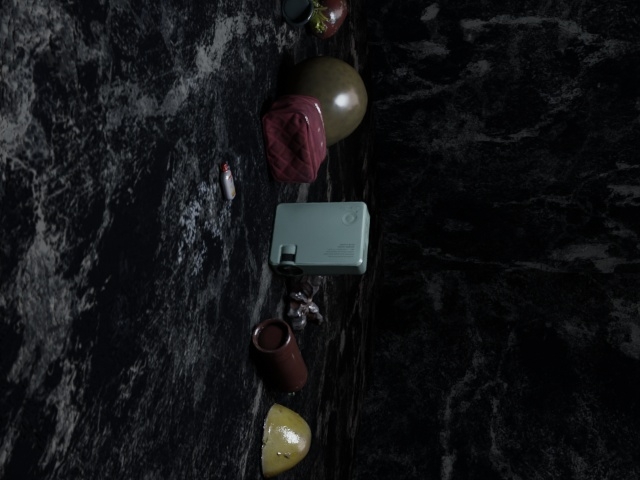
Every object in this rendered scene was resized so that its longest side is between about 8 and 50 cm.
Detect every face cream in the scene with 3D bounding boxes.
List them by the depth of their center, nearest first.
[{"bbox_3d":[-0.202,-0.129,1.556,0.040,0.021,0.083,-75,161,-53],"label":"face cream"}]

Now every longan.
[{"bbox_3d":[0.004,-0.393,2.032,0.258,0.258,0.258,1,90,-78],"label":"longan"}]

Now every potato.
[{"bbox_3d":[-0.085,0.541,1.935,0.202,0.117,0.182,-57,149,-70],"label":"potato"}]

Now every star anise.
[{"bbox_3d":[-0.041,0.158,2.137,0.198,0.111,0.257,-52,147,-71],"label":"star anise"}]

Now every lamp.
[{"bbox_3d":[0.011,-0.733,2.314,0.156,0.135,0.157,-59,-167,-4],"label":"lamp"}]

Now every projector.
[{"bbox_3d":[0.000,0.000,1.954,0.099,0.257,0.192,65,28,-61],"label":"projector"}]

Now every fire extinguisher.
[{"bbox_3d":[-0.091,0.316,1.911,0.344,0.102,0.138,74,19,-54],"label":"fire extinguisher"}]

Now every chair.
[{"bbox_3d":[-0.056,-0.679,2.088,0.095,0.104,0.221,59,17,-17],"label":"chair"}]

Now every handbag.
[{"bbox_3d":[-0.067,-0.269,1.899,0.135,0.146,0.225,-67,153,-55],"label":"handbag"}]
